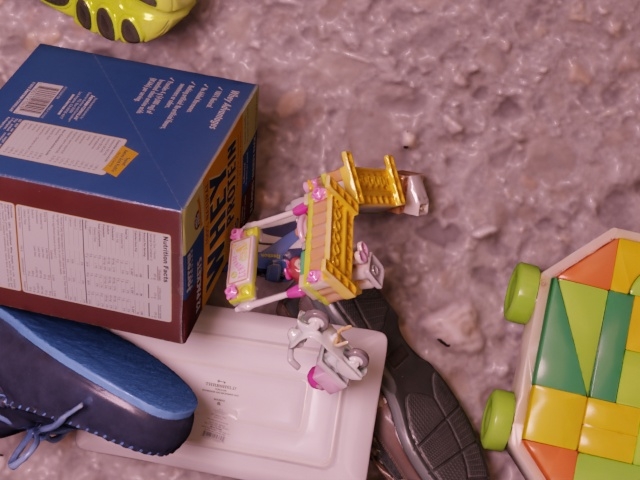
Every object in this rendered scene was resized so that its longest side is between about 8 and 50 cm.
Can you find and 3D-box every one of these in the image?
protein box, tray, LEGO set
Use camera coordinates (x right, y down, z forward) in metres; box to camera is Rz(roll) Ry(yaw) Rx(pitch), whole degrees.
[{"bbox_3d":[-0.176,-0.044,1.195,0.201,0.136,0.200,12,38,9],"label":"protein box"},{"bbox_3d":[-0.084,0.131,1.240,0.270,0.030,0.145,8,86,17],"label":"tray"},{"bbox_3d":[0.000,0.000,1.225,0.107,0.287,0.132,-18,118,27],"label":"LEGO set"}]

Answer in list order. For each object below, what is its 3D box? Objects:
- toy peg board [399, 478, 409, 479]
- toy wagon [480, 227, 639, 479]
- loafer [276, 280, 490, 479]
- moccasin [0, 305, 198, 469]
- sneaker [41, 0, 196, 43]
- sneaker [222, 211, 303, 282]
[{"bbox_3d":[0.119,0.306,1.208,0.161,0.079,0.160,15,114,-2],"label":"toy peg board"},{"bbox_3d":[0.282,0.169,1.287,0.267,0.068,0.344,13,79,-1],"label":"toy wagon"},{"bbox_3d":[0.056,0.141,1.281,0.096,0.084,0.267,-23,80,-51],"label":"loafer"},{"bbox_3d":[-0.254,0.114,1.219,0.342,0.138,0.117,23,97,28],"label":"moccasin"},{"bbox_3d":[-0.236,-0.274,1.321,0.295,0.123,0.109,34,123,15],"label":"sneaker"},{"bbox_3d":[-0.050,0.013,1.300,0.144,0.053,0.059,-19,84,-6],"label":"sneaker"}]
